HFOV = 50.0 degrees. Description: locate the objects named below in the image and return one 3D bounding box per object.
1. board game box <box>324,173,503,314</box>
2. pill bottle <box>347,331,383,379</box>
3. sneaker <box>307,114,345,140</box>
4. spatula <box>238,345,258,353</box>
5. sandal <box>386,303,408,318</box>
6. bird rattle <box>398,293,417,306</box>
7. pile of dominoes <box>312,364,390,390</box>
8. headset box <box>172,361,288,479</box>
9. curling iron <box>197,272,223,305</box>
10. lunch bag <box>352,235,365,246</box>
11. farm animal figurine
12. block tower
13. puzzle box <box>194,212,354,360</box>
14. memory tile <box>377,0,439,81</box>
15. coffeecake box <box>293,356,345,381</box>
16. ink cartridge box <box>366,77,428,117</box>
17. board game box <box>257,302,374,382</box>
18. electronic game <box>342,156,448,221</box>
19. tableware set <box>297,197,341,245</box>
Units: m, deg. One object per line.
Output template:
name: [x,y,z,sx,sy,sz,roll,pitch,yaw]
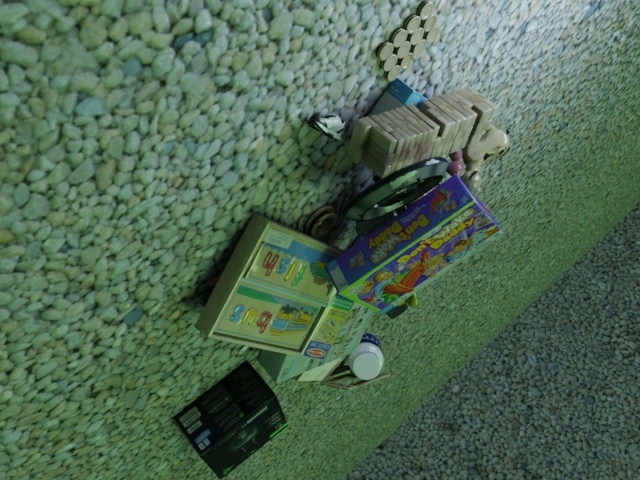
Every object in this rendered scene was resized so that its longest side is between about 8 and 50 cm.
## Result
board game box: [0.212,0.020,1.528,0.347,0.078,0.233,-36,149,16]
pill bottle: [0.140,0.363,2.140,0.112,0.112,0.186,-49,-174,8]
sneaker: [0.012,-0.226,1.317,0.109,0.040,0.043,12,102,-63]
spatula: [-0.099,0.216,1.789,0.242,0.019,0.168,-48,154,6]
sandal: [0.236,0.194,2.205,0.097,0.054,0.254,-32,161,-10]
bird rattle: [0.209,0.084,1.927,0.207,0.143,0.253,-15,140,-21]
pile of dominoes: [0.087,0.422,2.201,0.251,0.196,0.040,-3,94,-52]
headset box: [-0.234,0.497,1.866,0.246,0.131,0.283,-36,152,-17]
curling iron: [-0.151,0.059,1.480,0.274,0.035,0.068,-32,157,-23]
lunch bag: [0.160,0.015,1.799,0.151,0.096,0.129,-60,153,-3]
farm animal figurine: [0.270,-0.121,1.580,0.327,0.172,0.330,-19,159,-39]
block tower: [0.213,-0.223,1.396,0.335,0.097,0.091,-22,143,-33]
puzzle box: [-0.064,0.120,1.529,0.409,0.052,0.272,22,97,-51]
memory tile: [0.172,-0.386,1.336,0.148,0.012,0.113,-45,153,-1]
coffeecake box: [-0.004,0.346,2.046,0.142,0.068,0.185,-52,152,10]
ink cartridge box: [0.144,-0.242,1.445,0.180,0.060,0.104,-53,151,15]
board game box: [0.001,0.226,1.810,0.303,0.097,0.224,-11,134,-42]
electronic game: [0.148,-0.100,1.355,0.229,0.048,0.229,-25,169,-5]
tableware set: [0.000,0.000,1.603,0.128,0.039,0.194,-28,148,-30]
